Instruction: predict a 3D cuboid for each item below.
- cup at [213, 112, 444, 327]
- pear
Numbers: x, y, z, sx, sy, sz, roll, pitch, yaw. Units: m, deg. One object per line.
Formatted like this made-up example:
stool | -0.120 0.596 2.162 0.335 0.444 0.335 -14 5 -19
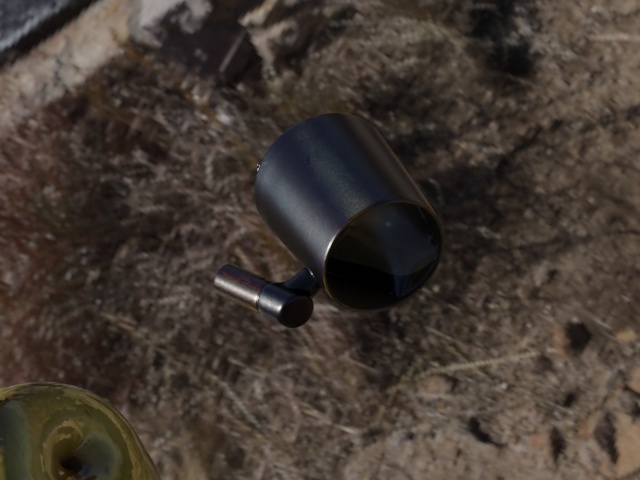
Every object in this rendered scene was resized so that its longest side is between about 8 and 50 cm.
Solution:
cup | 0.014 0.003 1.450 0.239 0.166 0.177 -54 38 15
pear | -0.306 0.298 1.406 0.309 0.309 0.309 -21 57 36
